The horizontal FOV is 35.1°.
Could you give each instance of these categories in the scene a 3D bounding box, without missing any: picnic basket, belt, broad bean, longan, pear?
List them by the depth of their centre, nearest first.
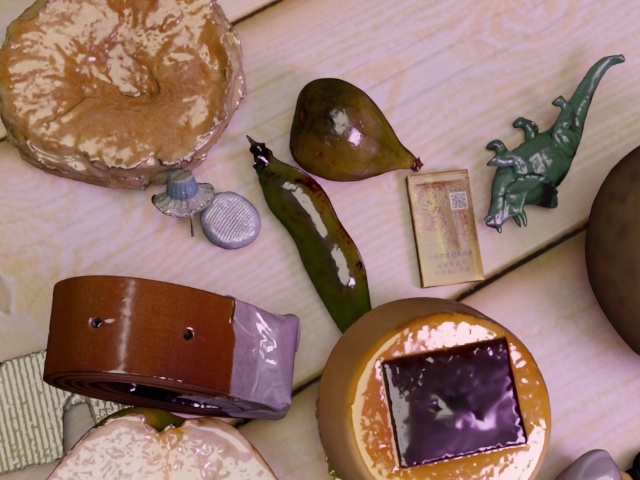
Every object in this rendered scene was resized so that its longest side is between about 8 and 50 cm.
[{"bbox_3d":[-0.164,0.129,1.186,0.217,0.339,0.122,-11,67,37],"label":"belt"},{"bbox_3d":[-0.188,0.396,1.196,0.340,0.191,0.386,6,81,-7],"label":"pear"},{"bbox_3d":[0.512,0.017,1.258,0.361,0.361,0.361,1,81,-4],"label":"longan"},{"bbox_3d":[-0.178,-0.054,1.312,0.083,0.083,0.065,-21,41,-19],"label":"picnic basket"},{"bbox_3d":[0.000,0.000,1.335,0.077,0.061,0.339,-31,84,7],"label":"broad bean"}]

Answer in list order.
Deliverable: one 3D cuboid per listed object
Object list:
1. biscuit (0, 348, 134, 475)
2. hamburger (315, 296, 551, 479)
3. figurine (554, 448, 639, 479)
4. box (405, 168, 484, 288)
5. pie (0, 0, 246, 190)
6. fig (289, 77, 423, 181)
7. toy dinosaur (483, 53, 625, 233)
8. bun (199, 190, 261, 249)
[{"bbox_3d":[-0.328,0.207,1.287,0.250,0.046,0.147,-15,84,-7],"label":"biscuit"},{"bbox_3d":[0.135,0.217,1.253,0.300,0.176,0.300,1,83,-10],"label":"hamburger"},{"bbox_3d":[0.404,0.338,1.277,0.236,0.133,0.176,2,43,-11],"label":"figurine"},{"bbox_3d":[0.168,-0.016,1.372,0.089,0.022,0.156,-8,82,-7],"label":"box"},{"bbox_3d":[-0.265,-0.224,1.339,0.339,0.083,0.339,0,80,-2],"label":"pie"},{"bbox_3d":[0.053,-0.141,1.332,0.185,0.126,0.133,8,68,0],"label":"fig"},{"bbox_3d":[0.300,-0.141,1.375,0.120,0.079,0.292,25,83,-6],"label":"toy dinosaur"},{"bbox_3d":[-0.120,-0.025,1.339,0.083,0.045,0.083,1,84,-7],"label":"bun"}]
